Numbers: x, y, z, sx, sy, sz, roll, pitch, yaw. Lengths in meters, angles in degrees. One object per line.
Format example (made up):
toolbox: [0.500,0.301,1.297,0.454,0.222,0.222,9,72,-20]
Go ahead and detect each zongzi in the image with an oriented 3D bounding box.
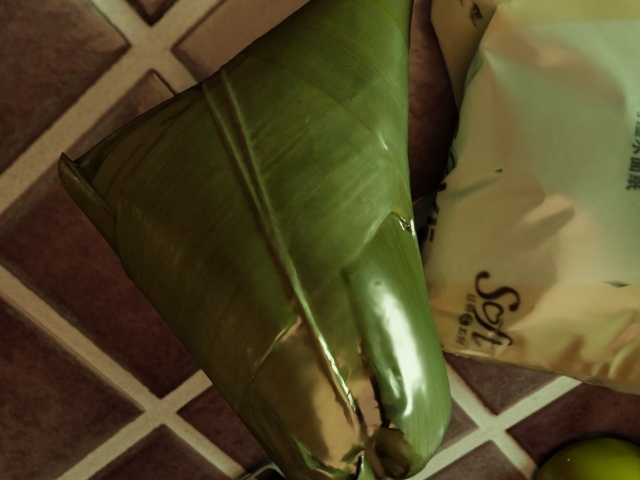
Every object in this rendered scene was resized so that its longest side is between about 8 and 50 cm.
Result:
zongzi: [0.056,-0.001,0.389,0.418,0.181,0.447,-42,71,1]

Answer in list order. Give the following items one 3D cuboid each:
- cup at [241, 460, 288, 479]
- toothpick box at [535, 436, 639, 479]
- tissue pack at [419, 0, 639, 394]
cup: [-0.054,0.357,0.669,0.129,0.095,0.128,-43,75,10]
toothpick box: [0.384,0.388,0.600,0.174,0.271,0.175,-1,112,-2]
tissue pack: [0.273,-0.048,0.467,0.389,0.195,0.376,7,95,-1]
